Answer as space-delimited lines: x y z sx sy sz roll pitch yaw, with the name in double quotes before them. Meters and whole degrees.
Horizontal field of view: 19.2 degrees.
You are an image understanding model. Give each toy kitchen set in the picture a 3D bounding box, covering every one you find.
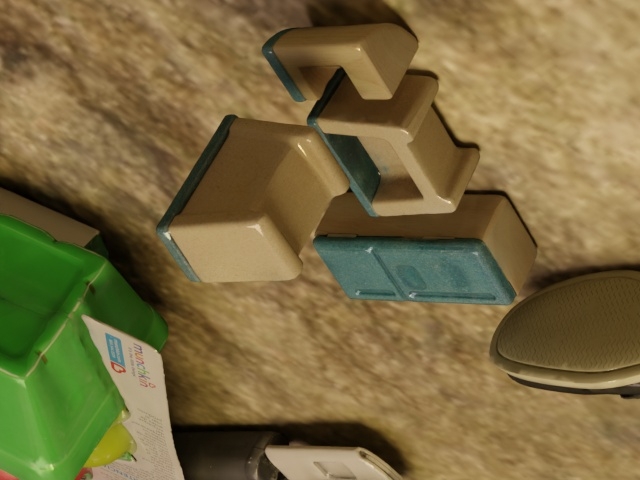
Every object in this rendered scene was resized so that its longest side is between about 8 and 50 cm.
"toy kitchen set" 0.000 0.000 1.025 0.122 0.166 0.207 2 140 38

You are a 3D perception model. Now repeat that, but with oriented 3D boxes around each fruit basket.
"fruit basket" -0.233 0.098 1.393 0.327 0.165 0.353 23 157 17

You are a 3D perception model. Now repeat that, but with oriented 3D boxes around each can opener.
"can opener" -0.050 0.196 1.434 0.283 0.095 0.076 -6 134 44

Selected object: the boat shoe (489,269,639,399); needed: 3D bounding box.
"boat shoe" 0.198 0.065 1.043 0.233 0.084 0.079 -4 136 39
